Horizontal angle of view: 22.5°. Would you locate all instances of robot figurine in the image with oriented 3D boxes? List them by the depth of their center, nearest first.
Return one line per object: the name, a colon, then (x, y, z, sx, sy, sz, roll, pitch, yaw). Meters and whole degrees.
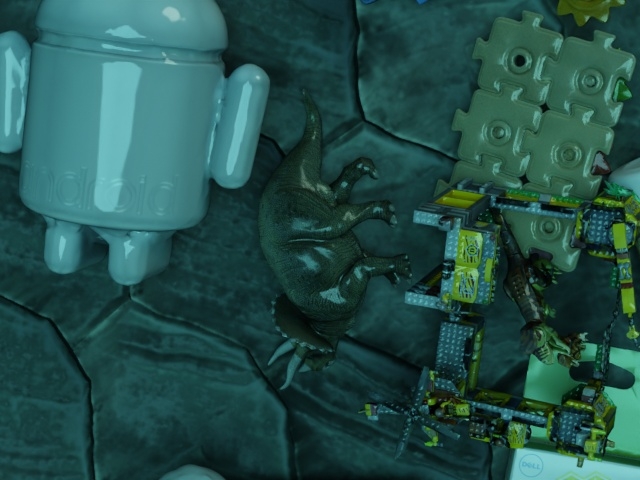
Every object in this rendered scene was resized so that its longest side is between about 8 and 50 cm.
robot figurine: (-0.201, -0.136, 1.654, 0.300, 0.200, 0.353, 8, 99, 8)

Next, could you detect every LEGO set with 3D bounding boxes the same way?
LEGO set: (0.193, 0.087, 1.610, 0.255, 0.192, 0.331, 19, 109, 16)

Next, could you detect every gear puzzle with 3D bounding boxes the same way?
gear puzzle: (0.239, -0.149, 1.691, 0.175, 0.044, 0.339, 19, 103, 20)

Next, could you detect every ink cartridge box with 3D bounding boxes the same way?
ink cartridge box: (0.295, 0.235, 1.760, 0.171, 0.056, 0.235, 10, 101, 2)

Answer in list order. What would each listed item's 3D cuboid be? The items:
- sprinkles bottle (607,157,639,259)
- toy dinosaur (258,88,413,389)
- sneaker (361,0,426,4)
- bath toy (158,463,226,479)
sprinkles bottle: (0.417, 0.076, 1.695, 0.121, 0.121, 0.355, -20, 97, 6)
toy dinosaur: (0.000, 0.000, 1.707, 0.160, 0.121, 0.313, -15, 102, -9)
sneaker: (0.133, -0.300, 1.691, 0.209, 0.069, 0.082, -14, 131, -4)
bath toy: (-0.056, 0.383, 1.643, 0.151, 0.129, 0.348, -35, 94, 8)
